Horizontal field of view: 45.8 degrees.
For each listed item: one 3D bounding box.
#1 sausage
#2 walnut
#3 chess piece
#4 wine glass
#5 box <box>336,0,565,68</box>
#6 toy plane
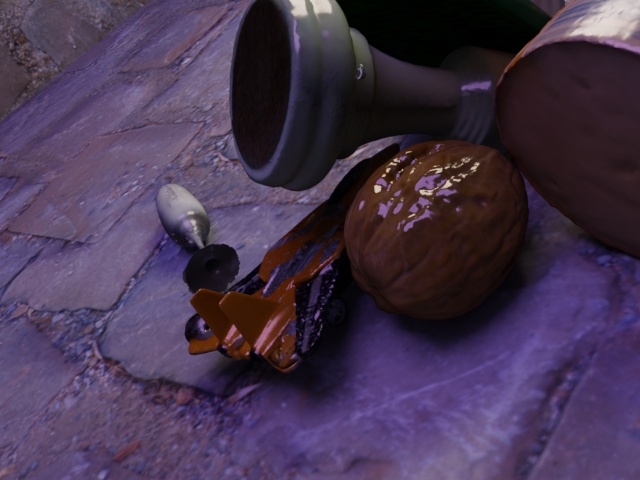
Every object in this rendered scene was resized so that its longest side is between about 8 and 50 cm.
[{"bbox_3d":[0.314,-0.152,0.627,0.233,0.233,0.287,16,56,49],"label":"sausage"},{"bbox_3d":[0.110,-0.014,0.690,0.184,0.155,0.155,-42,34,-17],"label":"walnut"},{"bbox_3d":[0.073,-0.146,0.772,0.299,0.194,0.194,-1,23,-25],"label":"chess piece"},{"bbox_3d":[-0.173,-0.014,1.000,0.074,0.074,0.262,-35,32,-5],"label":"wine glass"},{"bbox_3d":[0.145,-0.266,0.833,0.264,0.337,0.106,6,87,43],"label":"box"},{"bbox_3d":[0.006,0.010,0.793,0.204,0.103,0.316,-1,34,49],"label":"toy plane"}]
